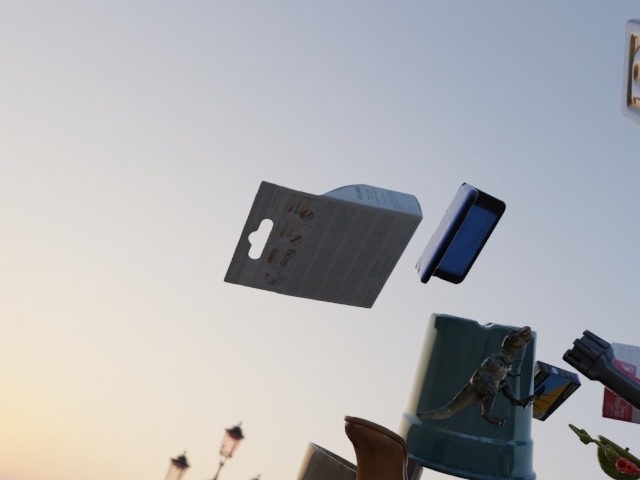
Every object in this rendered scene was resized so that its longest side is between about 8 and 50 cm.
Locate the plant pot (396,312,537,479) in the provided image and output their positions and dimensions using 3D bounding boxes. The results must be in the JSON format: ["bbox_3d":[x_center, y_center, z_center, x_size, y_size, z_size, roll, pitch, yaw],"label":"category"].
[{"bbox_3d":[0.359,0.354,1.556,0.341,0.334,0.341,10,-5,1],"label":"plant pot"}]

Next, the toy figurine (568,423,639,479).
[{"bbox_3d":[0.583,0.521,1.203,0.191,0.217,0.362,22,1,-25],"label":"toy figurine"}]

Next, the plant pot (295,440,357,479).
[{"bbox_3d":[0.021,0.649,1.514,0.256,0.274,0.256,28,-12,6],"label":"plant pot"}]

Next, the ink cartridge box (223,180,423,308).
[{"bbox_3d":[0.000,0.000,1.521,0.384,0.091,0.308,12,-52,-18],"label":"ink cartridge box"}]

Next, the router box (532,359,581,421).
[{"bbox_3d":[0.613,0.420,1.833,0.133,0.046,0.179,19,-54,-11],"label":"router box"}]

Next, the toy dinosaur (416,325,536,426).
[{"bbox_3d":[0.316,0.277,1.213,0.118,0.268,0.064,44,-14,34],"label":"toy dinosaur"}]

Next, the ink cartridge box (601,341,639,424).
[{"bbox_3d":[0.816,0.346,1.532,0.282,0.207,0.117,6,-73,26],"label":"ink cartridge box"}]

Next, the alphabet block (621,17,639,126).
[{"bbox_3d":[0.686,-0.309,1.201,0.197,0.192,0.194,-6,-65,4],"label":"alphabet block"}]

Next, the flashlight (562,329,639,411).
[{"bbox_3d":[0.662,0.299,1.355,0.304,0.103,0.103,40,13,32],"label":"flashlight"}]

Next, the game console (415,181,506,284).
[{"bbox_3d":[0.414,0.002,1.879,0.173,0.293,0.250,27,13,-2],"label":"game console"}]

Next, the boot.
[{"bbox_3d":[0.090,0.488,1.289,0.109,0.220,0.283,9,-34,38],"label":"boot"}]
